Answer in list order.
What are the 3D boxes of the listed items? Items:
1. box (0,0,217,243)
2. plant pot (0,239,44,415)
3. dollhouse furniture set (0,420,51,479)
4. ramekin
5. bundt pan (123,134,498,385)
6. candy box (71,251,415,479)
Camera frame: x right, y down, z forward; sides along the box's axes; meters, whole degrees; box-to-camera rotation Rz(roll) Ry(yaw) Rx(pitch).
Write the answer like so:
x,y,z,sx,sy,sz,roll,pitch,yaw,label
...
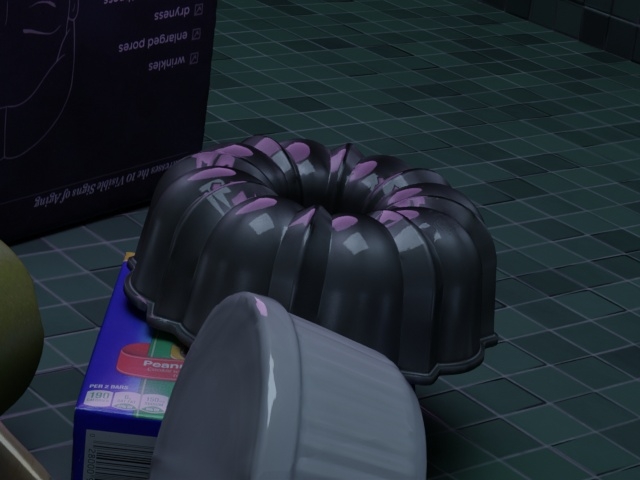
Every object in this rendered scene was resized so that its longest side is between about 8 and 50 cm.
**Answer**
x,y,z,sx,sy,sz,roll,pitch,yaw,label
-0.365,-0.268,1.902,0.297,0.471,0.480,21,25,34,box
-0.347,0.086,1.354,0.276,0.276,0.254,13,10,14,plant pot
-0.365,0.244,1.052,0.362,0.256,0.394,-17,53,-46,dollhouse furniture set
-0.028,0.180,1.184,0.127,0.273,0.273,15,19,-18,ramekin
0.000,0.000,1.495,0.331,0.124,0.331,8,19,-3,bundt pan
-0.056,0.133,1.468,0.268,0.122,0.317,7,20,-2,candy box
